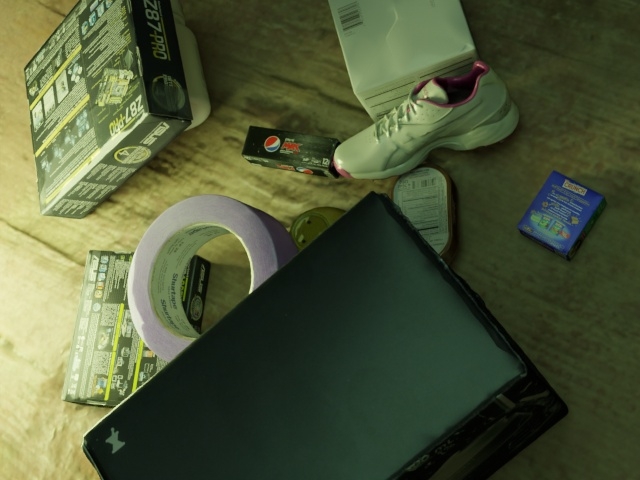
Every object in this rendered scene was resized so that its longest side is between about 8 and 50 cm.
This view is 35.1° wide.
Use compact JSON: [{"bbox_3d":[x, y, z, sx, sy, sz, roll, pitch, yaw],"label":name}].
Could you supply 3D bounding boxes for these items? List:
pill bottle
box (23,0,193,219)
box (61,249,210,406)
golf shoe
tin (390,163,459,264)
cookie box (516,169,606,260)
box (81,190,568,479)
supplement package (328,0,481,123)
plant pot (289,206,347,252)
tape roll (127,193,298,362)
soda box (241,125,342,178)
[{"bbox_3d":[-0.280,-0.319,1.815,0.131,0.131,0.229,-19,69,14],"label":"pill bottle"},{"bbox_3d":[-0.383,-0.259,1.756,0.395,0.097,0.318,-33,60,43],"label":"box"},{"bbox_3d":[-0.314,0.154,1.728,0.216,0.060,0.270,2,76,20],"label":"box"},{"bbox_3d":[0.154,-0.194,1.605,0.306,0.140,0.115,-19,45,11],"label":"golf shoe"},{"bbox_3d":[0.163,-0.036,1.607,0.106,0.040,0.189,-11,61,23],"label":"tin"},{"bbox_3d":[0.369,-0.038,1.546,0.092,0.040,0.107,33,88,25],"label":"cookie box"},{"bbox_3d":[0.038,0.242,1.348,0.480,0.472,0.297,-40,65,6],"label":"box"},{"bbox_3d":[0.136,-0.357,1.667,0.204,0.145,0.261,-19,68,13],"label":"supplement package"},{"bbox_3d":[0.000,0.000,1.639,0.134,0.095,0.134,-6,73,19],"label":"plant pot"},{"bbox_3d":[-0.167,0.069,1.599,0.275,0.090,0.274,-5,78,26],"label":"tape roll"},{"bbox_3d":[-0.046,-0.151,1.723,0.169,0.053,0.060,11,78,22],"label":"soda box"}]
